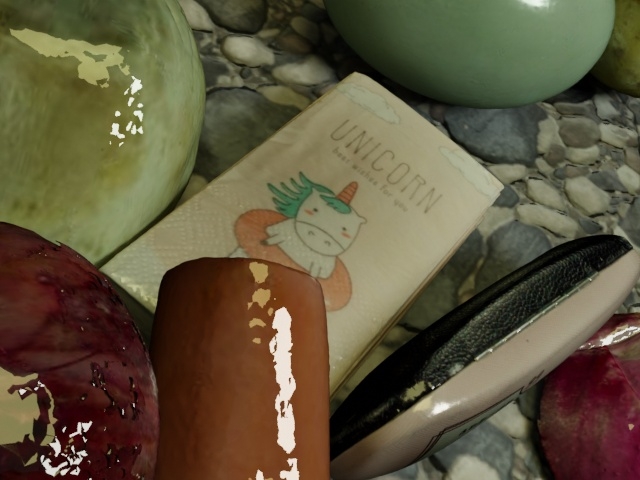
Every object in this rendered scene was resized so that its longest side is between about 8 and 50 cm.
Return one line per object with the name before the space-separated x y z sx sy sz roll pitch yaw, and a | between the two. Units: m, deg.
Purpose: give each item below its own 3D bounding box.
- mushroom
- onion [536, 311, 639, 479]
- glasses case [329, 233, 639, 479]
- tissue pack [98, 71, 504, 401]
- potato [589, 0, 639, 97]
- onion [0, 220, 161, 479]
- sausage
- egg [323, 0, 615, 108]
mushroom | -0.170 -0.093 0.633 0.189 0.164 0.267 39 48 7
onion | 0.302 0.142 0.720 0.247 0.111 0.250 41 50 6
glasses case | 0.123 0.077 0.673 0.314 0.122 0.075 -26 75 -39
tissue pack | 0.000 0.000 0.706 0.170 0.071 0.325 39 48 8
potato | 0.351 -0.280 1.026 0.210 0.173 0.307 23 45 -11
onion | -0.188 0.110 0.460 0.252 0.219 0.252 -7 65 15
sausage | -0.048 0.144 0.505 0.114 0.113 0.259 6 77 -22
egg | 0.133 -0.227 0.857 0.283 0.203 0.203 16 50 -10
